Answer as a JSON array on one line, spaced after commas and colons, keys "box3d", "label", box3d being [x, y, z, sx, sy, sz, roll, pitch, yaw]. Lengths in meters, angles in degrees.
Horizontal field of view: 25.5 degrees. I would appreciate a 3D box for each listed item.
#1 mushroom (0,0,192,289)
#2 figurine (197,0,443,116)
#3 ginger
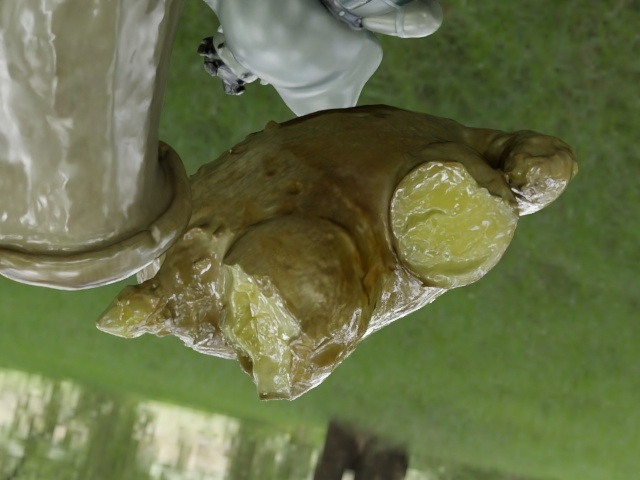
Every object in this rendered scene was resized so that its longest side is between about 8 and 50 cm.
[{"box3d": [-0.069, -0.102, 0.405, 0.108, 0.247, 0.096, -10, -139, -38], "label": "mushroom"}, {"box3d": [0.002, -0.152, 0.859, 0.192, 0.147, 0.126, -30, -172, 26], "label": "figurine"}, {"box3d": [0.000, 0.000, 0.625, 0.216, 0.102, 0.157, -25, -153, -22], "label": "ginger"}]
